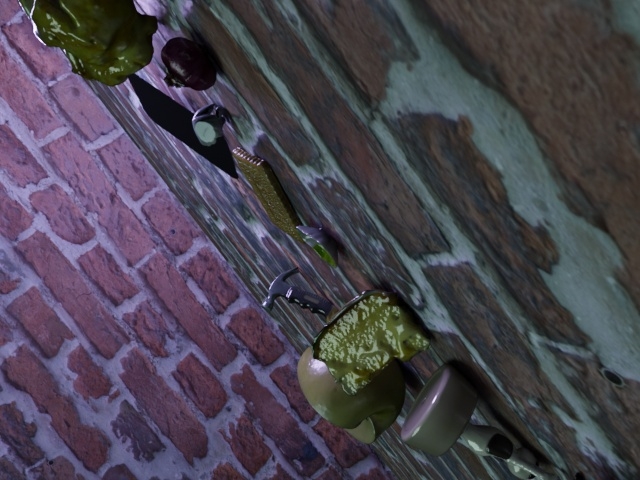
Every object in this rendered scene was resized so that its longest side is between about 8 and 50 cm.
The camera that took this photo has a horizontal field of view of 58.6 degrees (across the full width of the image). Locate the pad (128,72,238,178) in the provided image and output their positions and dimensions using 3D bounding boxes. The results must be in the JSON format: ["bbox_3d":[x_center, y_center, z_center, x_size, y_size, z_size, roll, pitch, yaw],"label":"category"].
[{"bbox_3d":[-0.361,-0.321,1.602,0.375,0.063,0.315,36,161,15],"label":"pad"}]

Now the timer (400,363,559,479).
[{"bbox_3d":[0.311,0.382,1.099,0.266,0.175,0.175,32,163,6],"label":"timer"}]

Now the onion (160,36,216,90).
[{"bbox_3d":[-0.258,-0.334,1.102,0.115,0.104,0.115,48,-177,-3],"label":"onion"}]

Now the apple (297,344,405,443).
[{"bbox_3d":[0.091,0.367,1.495,0.258,0.233,0.295,51,177,43],"label":"apple"}]

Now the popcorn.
[{"bbox_3d":[-0.470,-0.460,1.200,0.276,0.225,0.276,58,-163,-29],"label":"popcorn"}]

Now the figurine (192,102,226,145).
[{"bbox_3d":[-0.247,-0.267,1.294,0.082,0.086,0.094,36,123,1],"label":"figurine"}]

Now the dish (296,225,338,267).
[{"bbox_3d":[0.000,0.000,1.261,0.137,0.039,0.091,39,166,42],"label":"dish"}]

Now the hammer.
[{"bbox_3d":[-0.047,0.178,1.698,0.226,0.159,0.041,24,158,19],"label":"hammer"}]

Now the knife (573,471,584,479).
[{"bbox_3d":[0.448,0.436,0.994,0.018,0.031,0.121,37,155,43],"label":"knife"}]

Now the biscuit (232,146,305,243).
[{"bbox_3d":[-0.122,-0.105,1.393,0.172,0.029,0.255,32,156,51],"label":"biscuit"}]

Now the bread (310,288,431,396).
[{"bbox_3d":[0.117,0.196,1.216,0.174,0.251,0.133,48,-151,6],"label":"bread"}]
